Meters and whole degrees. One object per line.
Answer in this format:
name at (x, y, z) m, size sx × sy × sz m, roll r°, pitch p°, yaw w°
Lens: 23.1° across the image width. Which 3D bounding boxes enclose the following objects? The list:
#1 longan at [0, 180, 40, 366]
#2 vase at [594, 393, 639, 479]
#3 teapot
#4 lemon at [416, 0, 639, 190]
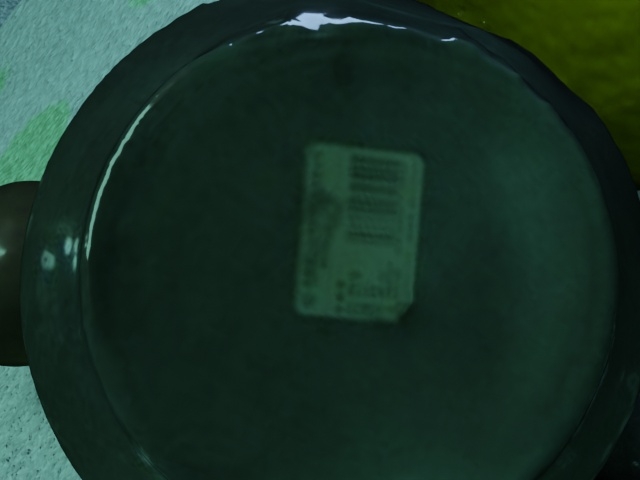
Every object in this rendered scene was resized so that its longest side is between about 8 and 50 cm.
longan at (-0.317, 0.031, 1.716) m, size 0.196 × 0.196 × 0.220 m, roll -29°, pitch 30°, yaw 41°
vase at (0.171, 0.134, 0.884) m, size 0.183 × 0.120 × 0.120 m, roll -62°, pitch 22°, yaw 20°
teapot at (0.000, 0.000, 0.872) m, size 0.362 × 0.306 × 0.376 m, roll 135°, pitch 140°, yaw -81°
lemon at (0.208, -0.192, 0.986) m, size 0.336 × 0.336 × 0.336 m, roll -39°, pitch 29°, yaw 27°
